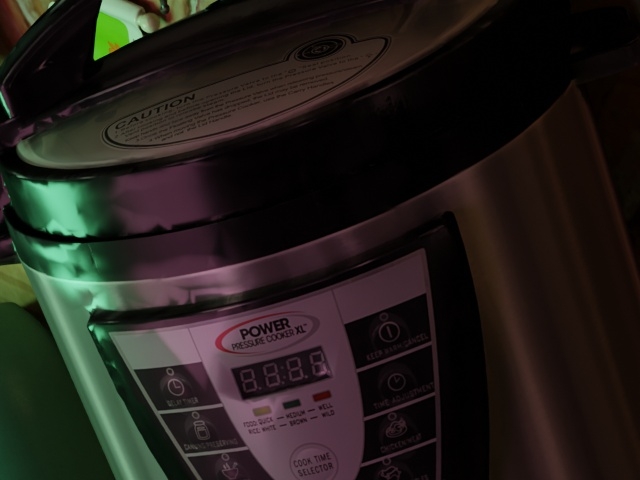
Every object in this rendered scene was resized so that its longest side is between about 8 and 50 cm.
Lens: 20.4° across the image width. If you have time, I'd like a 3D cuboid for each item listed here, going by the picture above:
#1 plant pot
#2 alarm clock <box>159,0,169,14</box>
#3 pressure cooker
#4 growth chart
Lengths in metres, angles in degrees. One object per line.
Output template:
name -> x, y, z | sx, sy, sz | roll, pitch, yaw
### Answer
plant pot -> -0.356, 0.199, 1.792 | 0.293, 0.293, 0.235 | -26, 82, 55
alarm clock -> -0.117, -0.262, 1.292 | 0.129, 0.064, 0.192 | 48, 147, 11
pressure cooker -> -0.001, -0.002, 1.107 | 0.375, 0.370, 0.420 | 8, 123, 51
growth chart -> -0.166, -0.113, 1.517 | 0.172, 0.021, 0.237 | 18, 130, 43
